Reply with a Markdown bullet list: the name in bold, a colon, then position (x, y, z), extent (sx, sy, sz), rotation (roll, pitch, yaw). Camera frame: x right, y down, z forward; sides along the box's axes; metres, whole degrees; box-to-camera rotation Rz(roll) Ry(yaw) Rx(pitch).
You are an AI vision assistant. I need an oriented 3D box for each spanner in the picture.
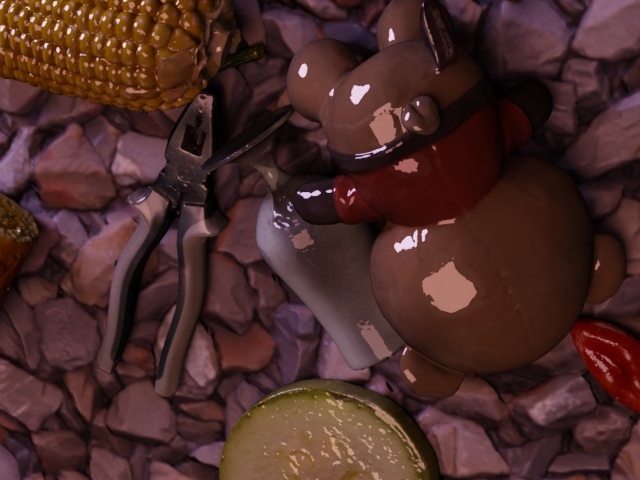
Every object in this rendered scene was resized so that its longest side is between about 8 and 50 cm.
- **spanner**: position (-0.141, 0.001, 1.842), extent (0.096, 0.040, 0.324), rotation (22, 119, 10)

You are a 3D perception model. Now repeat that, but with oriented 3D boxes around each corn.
- **corn**: position (-0.259, -0.203, 1.748), extent (0.387, 0.144, 0.144), rotation (10, 114, 17)

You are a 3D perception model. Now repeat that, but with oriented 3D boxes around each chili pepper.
- **chili pepper**: position (0.288, 0.127, 1.724), extent (0.191, 0.050, 0.059), rotation (38, 136, 11)

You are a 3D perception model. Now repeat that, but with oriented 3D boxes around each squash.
- **squash**: position (0.007, 0.235, 1.881), extent (0.219, 0.041, 0.219), rotation (7, 113, 18)

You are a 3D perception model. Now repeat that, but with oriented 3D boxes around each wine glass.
- **wine glass**: position (0.000, 0.000, 1.753), extent (0.103, 0.103, 0.231), rotation (-30, 101, 28)

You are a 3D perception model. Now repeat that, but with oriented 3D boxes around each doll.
- **doll**: position (0.112, -0.041, 1.649), extent (0.235, 0.174, 0.330), rotation (-31, 107, -6)

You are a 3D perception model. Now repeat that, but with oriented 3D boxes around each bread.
- **bread**: position (-0.360, 0.029, 1.901), extent (0.132, 0.103, 0.172), rotation (30, 115, -1)

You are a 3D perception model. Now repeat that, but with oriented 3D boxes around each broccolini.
- **broccolini**: position (-0.110, -0.145, 1.781), extent (0.140, 0.030, 0.035), rotation (-16, 114, 21)
